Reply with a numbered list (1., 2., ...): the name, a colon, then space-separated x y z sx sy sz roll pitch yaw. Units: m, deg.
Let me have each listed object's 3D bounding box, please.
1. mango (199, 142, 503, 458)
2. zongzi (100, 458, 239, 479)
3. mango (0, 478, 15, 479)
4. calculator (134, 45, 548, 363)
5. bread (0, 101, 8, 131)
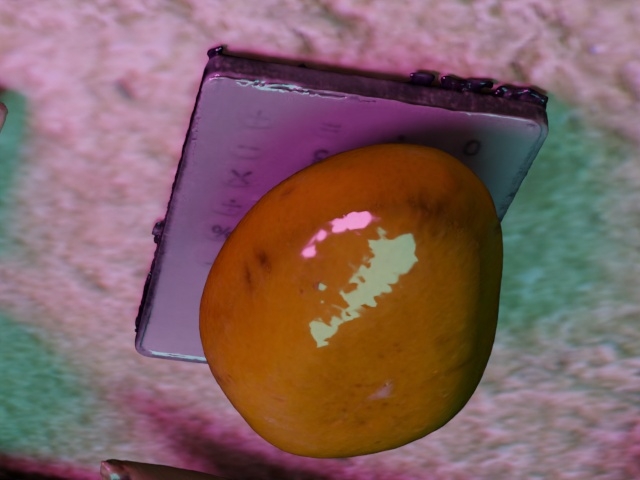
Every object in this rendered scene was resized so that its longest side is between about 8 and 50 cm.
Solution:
1. mango: 0.020 0.024 0.888 0.137 0.098 0.195 16 137 -16
2. zongzi: 0.046 0.203 1.166 0.289 0.154 0.317 -13 140 7
3. mango: -0.227 0.229 1.187 0.254 0.139 0.175 10 107 -19
4. calculator: 0.000 0.000 0.955 0.161 0.021 0.261 7 146 -8
5. bread: -0.208 -0.030 0.915 0.077 0.105 0.152 19 112 -25
